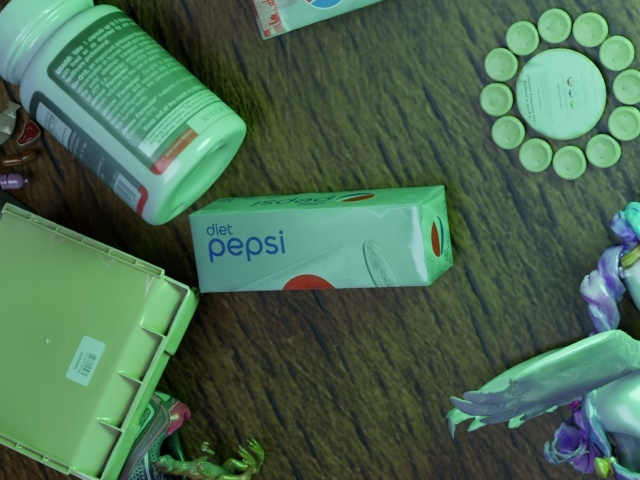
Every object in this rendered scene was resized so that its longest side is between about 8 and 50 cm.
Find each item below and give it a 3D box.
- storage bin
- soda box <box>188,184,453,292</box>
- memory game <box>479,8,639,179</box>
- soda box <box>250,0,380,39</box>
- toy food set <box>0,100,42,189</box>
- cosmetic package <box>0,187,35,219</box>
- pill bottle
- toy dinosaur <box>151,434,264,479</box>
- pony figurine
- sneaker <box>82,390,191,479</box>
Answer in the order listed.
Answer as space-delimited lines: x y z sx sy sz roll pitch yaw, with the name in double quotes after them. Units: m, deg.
-0.303 0.127 1.961 0.260 0.123 0.262 22 81 16 "storage bin"
0.000 0.000 1.878 0.286 0.091 0.098 -2 103 23 "soda box"
0.259 -0.156 1.773 0.186 0.012 0.186 6 107 21 "memory game"
0.053 -0.296 1.776 0.263 0.092 0.083 -15 98 25 "soda box"
-0.383 -0.102 2.031 0.078 0.019 0.122 33 84 6 "toy food set"
-0.583 -0.018 2.114 0.377 0.097 0.284 35 112 10 "cosmetic package"
-0.238 -0.166 1.895 0.283 0.161 0.161 43 115 7 "pill bottle"
-0.112 0.298 2.019 0.211 0.064 0.112 39 109 -25 "toy dinosaur"
0.326 0.160 1.716 0.351 0.303 0.363 -32 86 -6 "pony figurine"
-0.223 0.330 2.045 0.112 0.121 0.299 5 106 12 "sneaker"
